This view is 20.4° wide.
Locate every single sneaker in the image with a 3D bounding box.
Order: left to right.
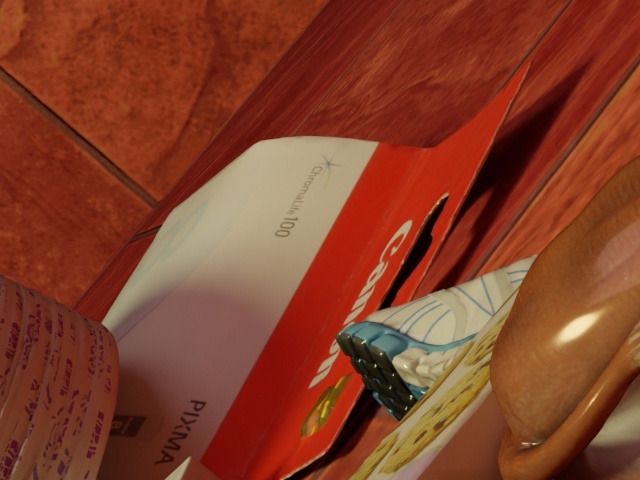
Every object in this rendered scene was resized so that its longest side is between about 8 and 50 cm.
[{"bbox_3d":[0.075,0.041,0.707,0.083,0.071,0.191,-45,16,-19],"label":"sneaker"}]

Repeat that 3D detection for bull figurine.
[{"bbox_3d":[0.168,-0.043,0.458,0.310,0.101,0.188,-48,10,-21],"label":"bull figurine"}]

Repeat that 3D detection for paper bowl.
[{"bbox_3d":[-0.246,0.148,1.039,0.284,0.148,0.284,-52,19,27],"label":"paper bowl"}]

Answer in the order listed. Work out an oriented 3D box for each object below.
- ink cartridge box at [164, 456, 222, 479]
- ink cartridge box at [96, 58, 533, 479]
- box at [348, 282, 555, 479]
[{"bbox_3d":[-0.097,0.184,0.925,0.122,0.052,0.088,-45,10,29],"label":"ink cartridge box"},{"bbox_3d":[-0.053,0.046,1.112,0.385,0.091,0.308,-38,18,54],"label":"ink cartridge box"},{"bbox_3d":[0.047,0.077,0.499,0.324,0.063,0.067,-43,2,-43],"label":"box"}]
